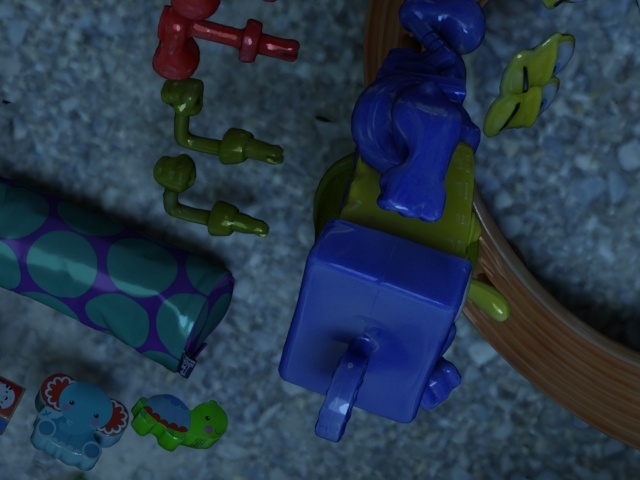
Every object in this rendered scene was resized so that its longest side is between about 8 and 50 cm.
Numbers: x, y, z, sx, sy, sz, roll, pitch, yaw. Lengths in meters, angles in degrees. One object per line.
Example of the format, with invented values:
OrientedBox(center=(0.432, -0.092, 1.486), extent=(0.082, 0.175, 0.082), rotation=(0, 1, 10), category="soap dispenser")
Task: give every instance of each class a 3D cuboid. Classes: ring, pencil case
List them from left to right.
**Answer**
OrientedBox(center=(-0.127, 0.020, 1.083), extent=(0.151, 0.064, 0.070), rotation=(24, 121, 3), category="pencil case")
OrientedBox(center=(0.156, -0.036, 0.942), extent=(0.336, 0.032, 0.337), rotation=(29, 138, 30), category="ring")

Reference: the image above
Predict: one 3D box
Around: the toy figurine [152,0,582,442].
OrientedBox(center=(0.000, 0.000, 0.880), extent=(0.191, 0.217, 0.362), rotation=(14, 147, -3), category="toy figurine")

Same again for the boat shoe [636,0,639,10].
OrientedBox(center=(0.189, -0.146, 0.948), extent=(0.095, 0.079, 0.254), rotation=(-26, 105, 10), category="boat shoe")

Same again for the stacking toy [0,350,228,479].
OrientedBox(center=(-0.168, 0.082, 1.092), extent=(0.221, 0.052, 0.167), rotation=(29, 145, -6), category="stacking toy")
